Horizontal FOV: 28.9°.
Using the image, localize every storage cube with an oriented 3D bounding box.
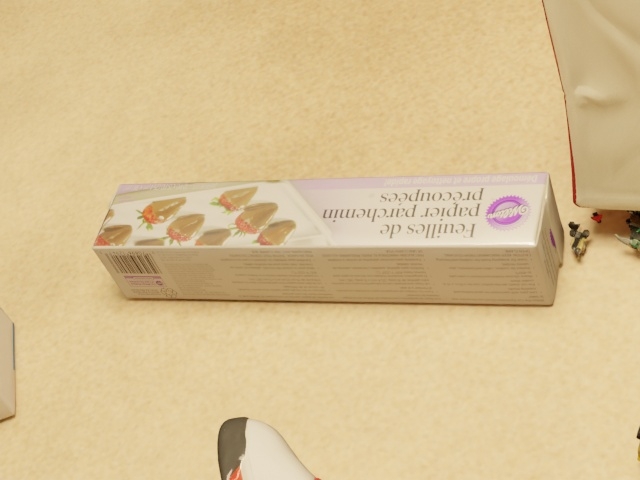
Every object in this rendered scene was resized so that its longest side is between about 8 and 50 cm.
[{"bbox_3d":[0.259,-0.142,0.762,0.215,0.184,0.193,6,44,27],"label":"storage cube"}]

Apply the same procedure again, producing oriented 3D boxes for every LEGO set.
[{"bbox_3d":[0.203,-0.008,0.807,0.083,0.023,0.054,-7,45,35],"label":"LEGO set"}]

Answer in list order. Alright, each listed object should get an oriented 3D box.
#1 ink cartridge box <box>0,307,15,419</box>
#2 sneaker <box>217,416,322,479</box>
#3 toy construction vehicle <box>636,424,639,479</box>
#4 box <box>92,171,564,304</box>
[{"bbox_3d":[-0.303,0.090,0.885,0.143,0.090,0.092,-21,46,7],"label":"ink cartridge box"},{"bbox_3d":[0.046,0.185,0.658,0.145,0.090,0.270,-25,49,-1],"label":"sneaker"},{"bbox_3d":[0.215,0.124,0.680,0.086,0.035,0.098,19,63,22],"label":"toy construction vehicle"},{"bbox_3d":[0.000,0.000,0.853,0.324,0.067,0.063,-1,51,23],"label":"box"}]
